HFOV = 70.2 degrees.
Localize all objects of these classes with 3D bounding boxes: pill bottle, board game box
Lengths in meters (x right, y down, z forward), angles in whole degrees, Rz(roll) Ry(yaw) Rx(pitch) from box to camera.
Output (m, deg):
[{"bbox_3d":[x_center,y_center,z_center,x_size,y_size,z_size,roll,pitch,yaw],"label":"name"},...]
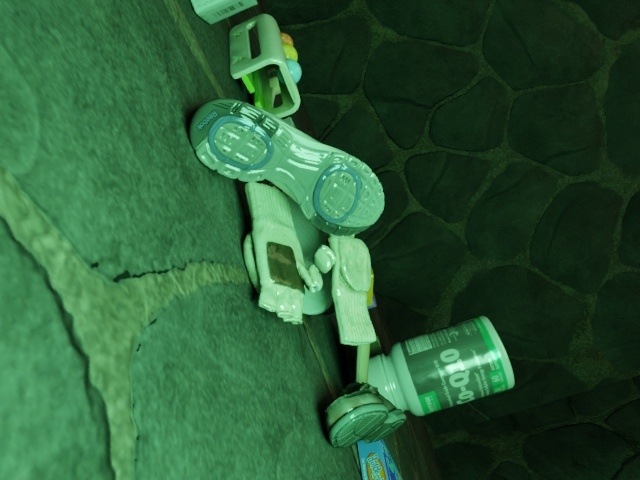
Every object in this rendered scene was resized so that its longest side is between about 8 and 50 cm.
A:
[{"bbox_3d":[0.315,0.355,1.247,0.204,0.361,0.204,-21,90,-83],"label":"pill bottle"},{"bbox_3d":[0.126,0.469,0.794,0.160,0.047,0.210,-97,166,-61],"label":"board game box"}]

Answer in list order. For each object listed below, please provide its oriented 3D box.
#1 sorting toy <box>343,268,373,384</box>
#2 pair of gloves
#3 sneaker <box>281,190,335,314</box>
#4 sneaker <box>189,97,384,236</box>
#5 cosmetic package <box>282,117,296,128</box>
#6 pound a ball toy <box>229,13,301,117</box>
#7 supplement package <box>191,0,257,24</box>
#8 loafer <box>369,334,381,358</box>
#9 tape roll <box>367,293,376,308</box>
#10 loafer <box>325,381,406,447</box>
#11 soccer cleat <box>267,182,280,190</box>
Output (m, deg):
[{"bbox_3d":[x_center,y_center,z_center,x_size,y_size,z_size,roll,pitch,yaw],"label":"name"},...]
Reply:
[{"bbox_3d":[0.071,0.169,0.903,0.229,0.041,0.307,-86,177,-66],"label":"sorting toy"},{"bbox_3d":[-0.003,0.033,0.639,0.240,0.042,0.204,25,49,-40],"label":"pair of gloves"},{"bbox_3d":[0.000,0.000,0.819,0.147,0.105,0.295,50,35,-63],"label":"sneaker"},{"bbox_3d":[-0.032,-0.109,0.617,0.297,0.111,0.129,30,18,-29],"label":"sneaker"},{"bbox_3d":[-0.054,-0.203,1.235,0.099,0.060,0.239,-100,168,-50],"label":"cosmetic package"},{"bbox_3d":[-0.105,-0.383,1.059,0.319,0.136,0.208,-102,169,-46],"label":"pound a ball toy"},{"bbox_3d":[-0.199,-0.501,0.807,0.105,0.105,0.179,-82,150,-75],"label":"supplement package"},{"bbox_3d":[0.156,0.330,1.381,0.050,0.056,0.148,-102,179,-53],"label":"loafer"},{"bbox_3d":[0.077,0.077,1.334,0.275,0.090,0.274,-20,90,-82],"label":"tape roll"},{"bbox_3d":[0.059,0.265,0.716,0.084,0.096,0.267,53,4,32],"label":"loafer"},{"bbox_3d":[-0.088,-0.090,0.827,0.035,0.029,0.083,62,3,7],"label":"soccer cleat"}]
